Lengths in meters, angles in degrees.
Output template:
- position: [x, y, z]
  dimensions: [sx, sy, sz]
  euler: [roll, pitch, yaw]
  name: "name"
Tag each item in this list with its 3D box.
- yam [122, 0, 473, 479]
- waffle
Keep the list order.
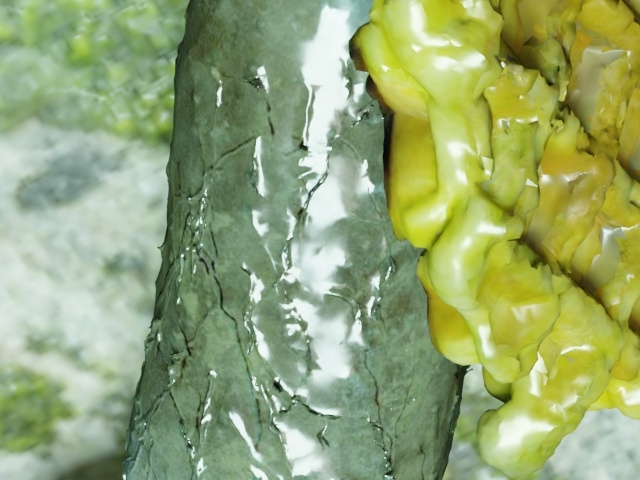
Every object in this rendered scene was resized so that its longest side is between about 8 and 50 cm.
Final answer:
- position: [0.000, 0.000, 0.580]
  dimensions: [0.107, 0.107, 0.183]
  euler: [1, 115, -13]
  name: "yam"
- position: [0.101, -0.057, 0.546]
  dimensions: [0.243, 0.059, 0.237]
  euler: [-27, 118, -39]
  name: "waffle"
